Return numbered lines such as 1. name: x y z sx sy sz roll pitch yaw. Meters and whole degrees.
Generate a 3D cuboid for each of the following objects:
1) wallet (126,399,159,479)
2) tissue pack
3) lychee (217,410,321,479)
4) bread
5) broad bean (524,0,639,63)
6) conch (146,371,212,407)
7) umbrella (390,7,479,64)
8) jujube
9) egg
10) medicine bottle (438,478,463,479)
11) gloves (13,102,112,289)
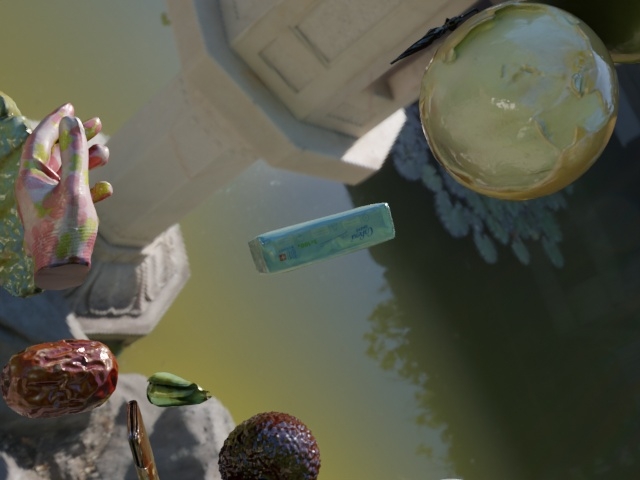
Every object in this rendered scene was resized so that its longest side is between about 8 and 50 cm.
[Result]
1. wallet: -0.269 0.340 1.311 0.095 0.026 0.176 -111 -167 -61
2. tissue pack: 0.000 0.000 1.680 0.264 0.177 0.089 -15 91 -11
3. lychee: -0.090 0.397 1.550 0.194 0.194 0.194 31 42 -32
4. bread: -0.566 -0.059 1.627 0.395 0.239 0.264 50 -4 12
5. broad bean: 0.307 -0.330 0.923 0.119 0.238 0.291 -33 102 -34
6. conch: -0.341 0.347 1.985 0.106 0.170 0.079 41 53 -52
7. umbrella: 0.125 -0.226 0.933 0.013 0.122 0.022 46 -19 41
8. jujube: -0.576 0.308 1.898 0.251 0.174 0.174 1 62 -39
9. egg: 0.209 -0.140 0.909 0.201 0.201 0.244 63 7 10
10. medicine bottle: 0.247 0.582 1.580 0.144 0.144 0.252 36 35 -27
11. gloves: -0.341 -0.067 1.110 0.145 0.126 0.241 72 3 -70
